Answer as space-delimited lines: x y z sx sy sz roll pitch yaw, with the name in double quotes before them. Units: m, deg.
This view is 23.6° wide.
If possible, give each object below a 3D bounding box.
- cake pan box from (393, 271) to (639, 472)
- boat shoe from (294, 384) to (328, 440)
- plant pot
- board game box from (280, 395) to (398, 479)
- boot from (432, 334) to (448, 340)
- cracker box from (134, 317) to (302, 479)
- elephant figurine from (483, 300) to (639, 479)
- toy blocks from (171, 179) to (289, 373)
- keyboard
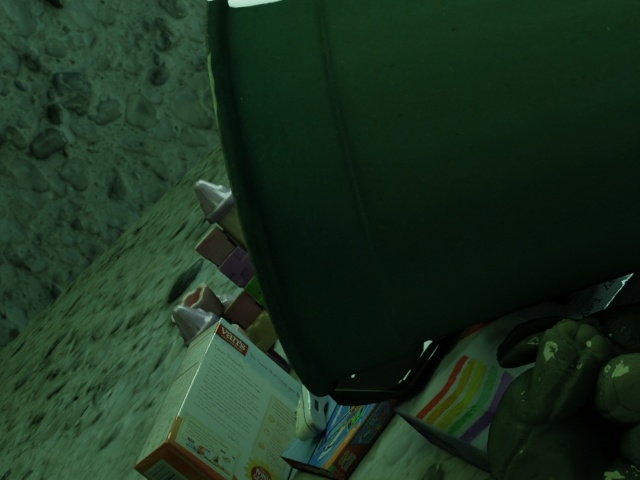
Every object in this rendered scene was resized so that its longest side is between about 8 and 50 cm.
"cake pan box" 0.206 0.089 1.376 0.267 0.070 0.246 -49 17 -7
"boat shoe" -0.015 0.188 1.701 0.035 0.035 0.100 -40 23 18
"plant pot" 0.119 -0.076 1.221 0.334 0.341 0.341 -13 22 7
"board game box" 0.072 0.141 1.695 0.281 0.027 0.145 -52 14 -15
"boot" 0.113 0.023 1.438 0.037 0.114 0.106 11 52 26
"cracker box" -0.105 0.217 1.750 0.067 0.156 0.232 -39 16 32
"elephant figurine" 0.221 0.110 1.174 0.239 0.186 0.169 -55 -30 -65
"toy blocks" -0.083 0.019 1.987 0.288 0.260 0.309 -48 15 2
"keyboard" 0.106 0.049 1.575 0.202 0.033 0.317 -5 38 52
